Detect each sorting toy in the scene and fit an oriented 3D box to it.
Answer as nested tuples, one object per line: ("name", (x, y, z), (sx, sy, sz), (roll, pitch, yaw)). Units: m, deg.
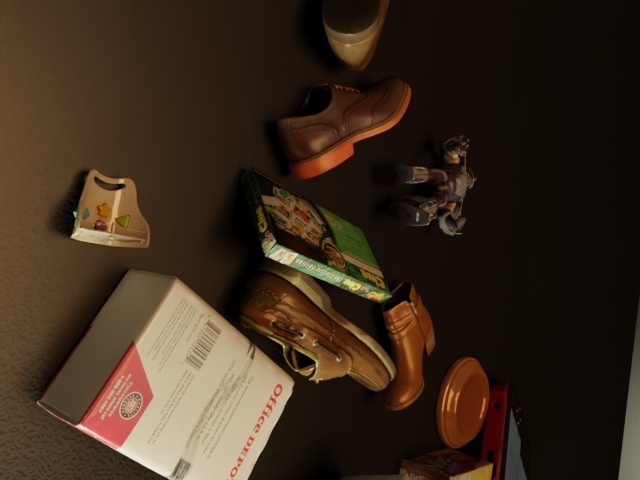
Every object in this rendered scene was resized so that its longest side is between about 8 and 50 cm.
("sorting toy", (-0.225, -0.034, 0.633), (0.083, 0.044, 0.075), (15, 76, -48))

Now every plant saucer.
("plant saucer", (0.316, 0.353, 1.300), (0.200, 0.037, 0.200), (-9, 102, -48))

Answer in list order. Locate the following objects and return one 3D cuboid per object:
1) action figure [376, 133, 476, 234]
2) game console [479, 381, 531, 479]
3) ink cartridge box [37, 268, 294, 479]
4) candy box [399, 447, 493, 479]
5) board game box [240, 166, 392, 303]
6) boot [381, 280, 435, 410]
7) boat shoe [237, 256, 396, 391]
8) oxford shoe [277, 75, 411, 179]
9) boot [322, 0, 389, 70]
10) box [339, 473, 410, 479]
("action figure", (0.220, -0.096, 1.093), (0.285, 0.099, 0.186), (-17, 102, -50))
("game console", (0.436, 0.561, 1.377), (0.342, 0.060, 0.387), (60, 37, -34))
("ink cartridge box", (-0.160, 0.172, 0.684), (0.237, 0.100, 0.172), (50, 58, -38))
("candy box", (0.250, 0.461, 1.183), (0.186, 0.109, 0.053), (14, 84, -48))
("board game box", (0.000, 0.000, 0.842), (0.259, 0.030, 0.136), (27, 31, -47))
("boot", (0.138, 0.182, 1.053), (0.197, 0.072, 0.152), (-58, 135, -43))
("boat shoe", (-0.007, 0.150, 0.864), (0.307, 0.110, 0.104), (45, 65, -31))
("oxford shoe", (0.043, -0.195, 0.880), (0.271, 0.096, 0.098), (-43, 119, -37))
("boot", (0.070, -0.397, 0.908), (0.115, 0.112, 0.306), (74, 31, -68))
("box", (0.034, 0.536, 0.847), (0.345, 0.168, 0.215), (-36, 94, -40))
